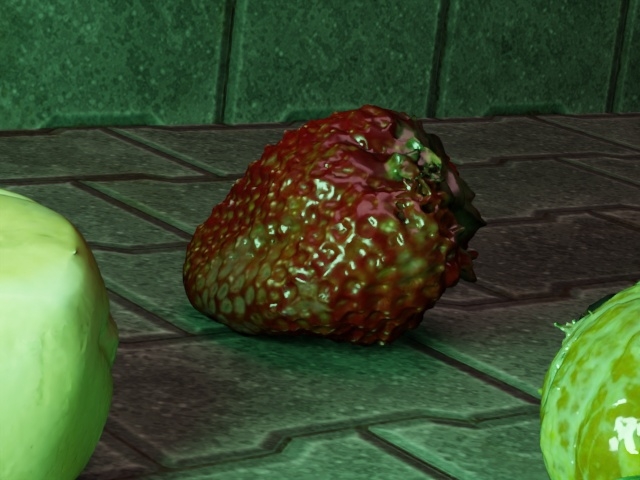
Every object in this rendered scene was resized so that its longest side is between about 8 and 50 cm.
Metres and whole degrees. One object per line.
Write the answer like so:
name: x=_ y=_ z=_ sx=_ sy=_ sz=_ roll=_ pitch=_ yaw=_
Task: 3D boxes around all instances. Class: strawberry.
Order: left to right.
strawberry: x=0.000 y=0.000 z=2.155 sx=0.351 sy=0.267 sz=0.312 roll=-15 pitch=14 yaw=18

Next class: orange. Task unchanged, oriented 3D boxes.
orange: x=0.355 y=0.159 z=1.657 sx=0.329 sy=0.249 sz=0.329 roll=-1 pitch=16 yaw=0

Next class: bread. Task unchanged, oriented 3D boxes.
bread: x=-0.360 y=0.089 z=1.580 sx=0.376 sy=0.253 sz=0.348 roll=0 pitch=20 yaw=-19

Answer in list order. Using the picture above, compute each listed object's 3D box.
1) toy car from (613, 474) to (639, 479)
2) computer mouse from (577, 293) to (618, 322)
toy car: x=0.257 y=0.252 z=1.357 sx=0.358 sy=0.176 sz=0.213 roll=8 pitch=10 yaw=-32
computer mouse: x=0.425 y=0.149 z=1.999 sx=0.323 sy=0.116 sz=0.183 roll=19 pitch=14 yaw=16
